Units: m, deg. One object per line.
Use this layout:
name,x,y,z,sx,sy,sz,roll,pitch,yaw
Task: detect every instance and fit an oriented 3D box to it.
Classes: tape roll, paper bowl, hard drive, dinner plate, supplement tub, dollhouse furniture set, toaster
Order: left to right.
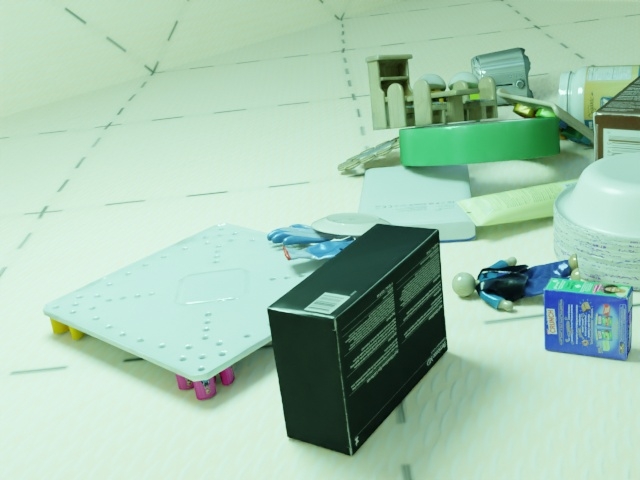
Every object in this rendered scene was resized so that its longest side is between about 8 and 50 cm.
dinner plate,0.054,-0.031,1.540,0.141,0.017,0.141,0,13,0
hard drive,0.181,-0.074,1.715,0.210,0.040,0.318,-4,23,8
dollhouse furniture set,0.221,-0.326,1.919,0.212,0.161,0.242,-11,8,-39
tape roll,0.321,-0.202,1.832,0.321,0.077,0.321,-5,8,1
toaster,0.475,-0.433,2.373,0.147,0.129,0.227,-6,24,10
supplement tub,0.647,-0.322,2.031,0.200,0.144,0.144,2,24,23
paper bowl,0.512,-0.045,1.412,0.284,0.148,0.284,-5,22,2

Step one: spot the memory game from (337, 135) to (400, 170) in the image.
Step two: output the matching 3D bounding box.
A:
memory game,0.121,-0.194,1.983,0.186,0.012,0.186,-24,10,4

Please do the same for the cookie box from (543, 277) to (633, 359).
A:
cookie box,0.350,0.102,1.180,0.107,0.091,0.040,5,23,27

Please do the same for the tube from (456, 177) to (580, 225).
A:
tube,0.369,-0.065,1.598,0.240,0.062,0.070,-9,-10,-13

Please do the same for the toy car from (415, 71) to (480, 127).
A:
toy car,0.305,-0.306,2.138,0.182,0.159,0.136,-1,-13,15

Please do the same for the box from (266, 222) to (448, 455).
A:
box,0.056,0.113,1.125,0.103,0.184,0.261,6,26,33

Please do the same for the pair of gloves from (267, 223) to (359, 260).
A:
pair of gloves,0.000,0.000,1.490,0.159,0.023,0.198,-3,16,-15

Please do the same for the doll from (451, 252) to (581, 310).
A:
doll,0.293,0.059,1.356,0.189,0.046,0.129,-8,31,15

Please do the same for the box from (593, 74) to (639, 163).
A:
box,0.638,-0.202,1.690,0.143,0.191,0.381,10,28,36

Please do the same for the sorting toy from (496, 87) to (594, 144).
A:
sorting toy,0.501,-0.260,1.960,0.193,0.038,0.208,25,6,-33

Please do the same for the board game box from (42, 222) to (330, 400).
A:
board game box,-0.166,0.092,1.416,0.390,0.050,0.390,14,30,41
